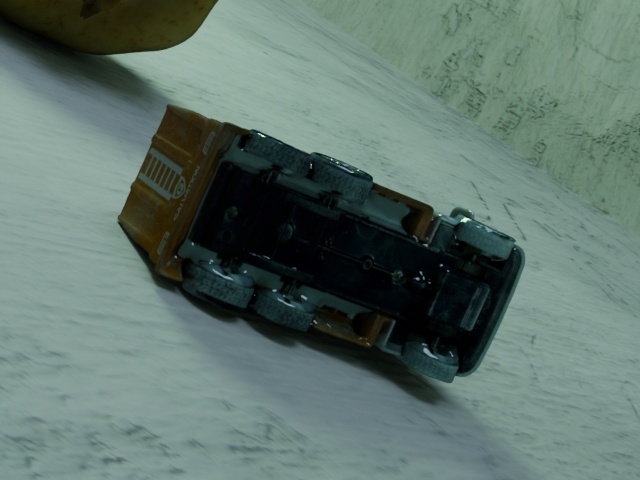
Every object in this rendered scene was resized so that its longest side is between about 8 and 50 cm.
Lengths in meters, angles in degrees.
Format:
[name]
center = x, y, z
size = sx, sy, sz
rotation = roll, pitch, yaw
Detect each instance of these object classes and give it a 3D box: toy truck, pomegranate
[toy truck]
center = 0.000, 0.000, 1.454
size = 0.305, 0.136, 0.162
rotation = 21, 6, -31
[pomegranate]
center = -0.221, -0.337, 1.892
size = 0.342, 0.342, 0.342
rotation = 30, 12, -7
